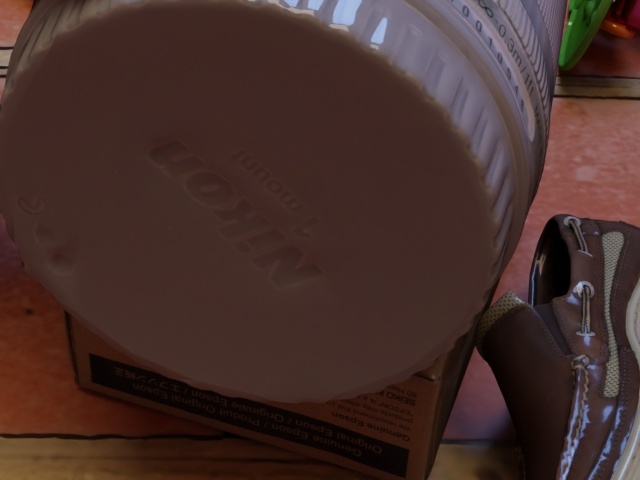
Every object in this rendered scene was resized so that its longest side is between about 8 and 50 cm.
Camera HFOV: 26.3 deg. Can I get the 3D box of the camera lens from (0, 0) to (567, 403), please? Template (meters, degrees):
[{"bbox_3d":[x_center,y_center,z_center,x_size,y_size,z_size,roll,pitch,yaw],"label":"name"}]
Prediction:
[{"bbox_3d":[-0.002,-0.093,0.613,0.219,0.219,0.274,11,41,6],"label":"camera lens"}]

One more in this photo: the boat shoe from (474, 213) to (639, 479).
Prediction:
[{"bbox_3d":[0.116,0.069,0.668,0.095,0.095,0.257,26,33,4],"label":"boat shoe"}]

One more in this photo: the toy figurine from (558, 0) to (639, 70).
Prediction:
[{"bbox_3d":[0.263,-0.155,0.954,0.159,0.130,0.173,21,17,-2],"label":"toy figurine"}]

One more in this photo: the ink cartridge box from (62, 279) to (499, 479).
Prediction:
[{"bbox_3d":[0.000,0.000,0.742,0.193,0.088,0.234,15,43,13],"label":"ink cartridge box"}]
